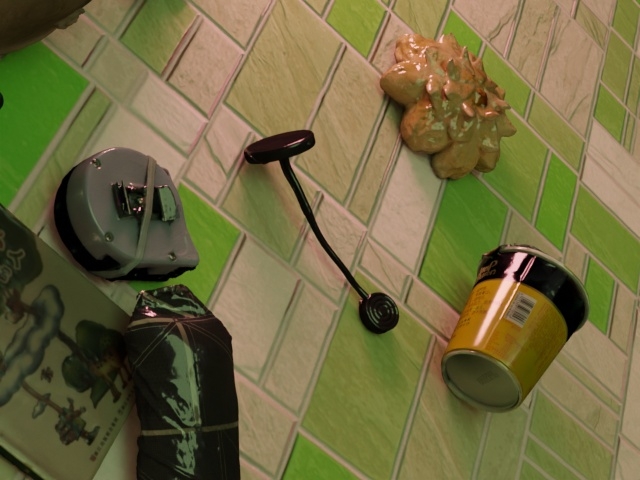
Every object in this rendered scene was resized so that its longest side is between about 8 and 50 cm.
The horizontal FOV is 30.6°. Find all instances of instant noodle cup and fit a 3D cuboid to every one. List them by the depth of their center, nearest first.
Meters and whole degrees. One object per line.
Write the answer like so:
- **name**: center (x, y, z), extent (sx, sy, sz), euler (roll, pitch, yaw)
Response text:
- **instant noodle cup**: center (0.316, 0.156, 1.966), extent (0.215, 0.215, 0.236), euler (48, 51, -13)

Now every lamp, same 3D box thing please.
- **lamp**: center (0.022, -0.015, 1.833), extent (0.130, 0.108, 0.371), euler (-33, 93, -44)

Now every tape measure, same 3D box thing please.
- **tape measure**: center (-0.265, -0.034, 1.577), extent (0.181, 0.107, 0.182), euler (-6, 75, -52)

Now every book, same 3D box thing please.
- **book**: center (-0.380, 0.115, 1.434), extent (0.371, 0.043, 0.260), euler (43, 45, -19)

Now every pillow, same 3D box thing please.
- **pillow**: center (-0.175, 0.224, 1.510), extent (0.161, 0.092, 0.335), euler (6, 77, -45)

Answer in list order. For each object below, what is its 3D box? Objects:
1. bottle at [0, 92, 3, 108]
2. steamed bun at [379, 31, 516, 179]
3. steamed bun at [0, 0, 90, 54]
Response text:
- **bottle**: center (-0.551, -0.223, 1.385), extent (0.336, 0.144, 0.144), euler (40, 46, -17)
- **steamed bun**: center (0.249, -0.271, 2.169), extent (0.292, 0.137, 0.295), euler (27, 54, -27)
- **steamed bun**: center (-0.430, -0.374, 1.512), extent (0.247, 0.236, 0.383), euler (48, 30, 3)
